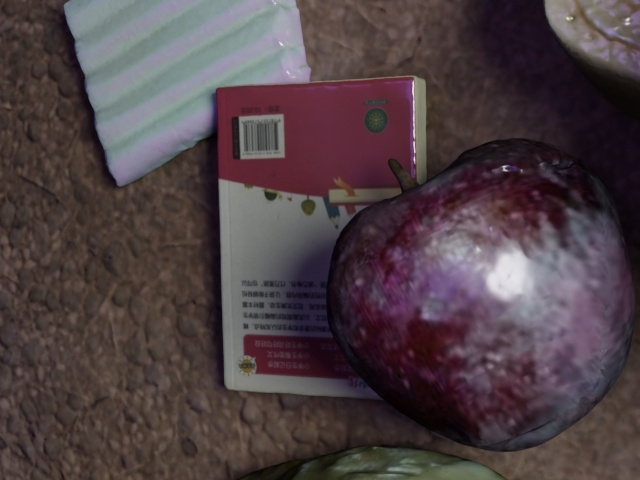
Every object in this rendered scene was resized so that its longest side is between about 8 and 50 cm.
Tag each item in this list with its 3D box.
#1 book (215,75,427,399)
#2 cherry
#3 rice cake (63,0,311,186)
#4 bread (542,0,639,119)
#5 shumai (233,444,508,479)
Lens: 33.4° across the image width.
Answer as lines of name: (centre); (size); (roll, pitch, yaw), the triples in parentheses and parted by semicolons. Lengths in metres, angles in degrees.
book: (0.000, 0.000, 0.778); (0.162, 0.022, 0.231); (0, 95, 24)
cherry: (0.105, 0.034, 0.660); (0.195, 0.195, 0.195); (-2, 86, 26)
rice cake: (-0.107, -0.160, 0.849); (0.198, 0.037, 0.189); (-18, 81, 24)
bread: (0.216, -0.139, 0.633); (0.148, 0.141, 0.134); (35, 99, 22)
shumai: (-0.029, 0.307, 0.629); (0.398, 0.323, 0.324); (-24, 79, 23)
